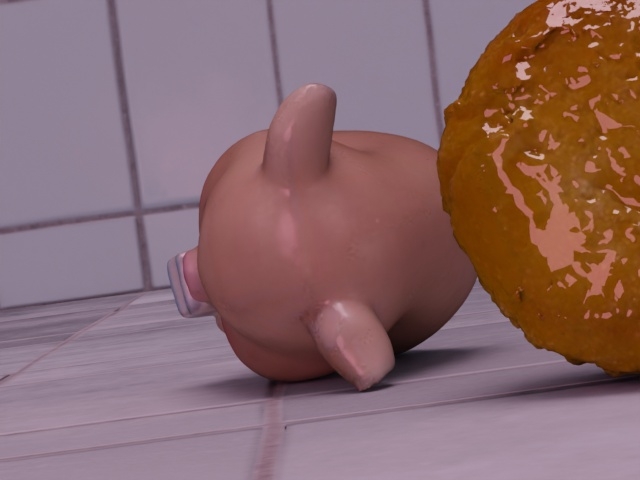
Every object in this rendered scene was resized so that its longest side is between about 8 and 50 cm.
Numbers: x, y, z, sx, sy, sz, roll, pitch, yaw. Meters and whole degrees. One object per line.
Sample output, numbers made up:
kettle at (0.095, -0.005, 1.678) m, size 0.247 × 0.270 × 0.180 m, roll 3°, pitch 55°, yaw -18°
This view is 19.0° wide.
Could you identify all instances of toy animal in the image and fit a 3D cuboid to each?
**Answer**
toy animal at (-0.003, 0.001, 1.336) m, size 0.213 × 0.195 × 0.256 m, roll -16°, pitch 0°, yaw 31°

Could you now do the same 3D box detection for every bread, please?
bread at (0.185, -0.035, 1.083) m, size 0.240 × 0.240 × 0.139 m, roll -7°, pitch -9°, yaw 5°
